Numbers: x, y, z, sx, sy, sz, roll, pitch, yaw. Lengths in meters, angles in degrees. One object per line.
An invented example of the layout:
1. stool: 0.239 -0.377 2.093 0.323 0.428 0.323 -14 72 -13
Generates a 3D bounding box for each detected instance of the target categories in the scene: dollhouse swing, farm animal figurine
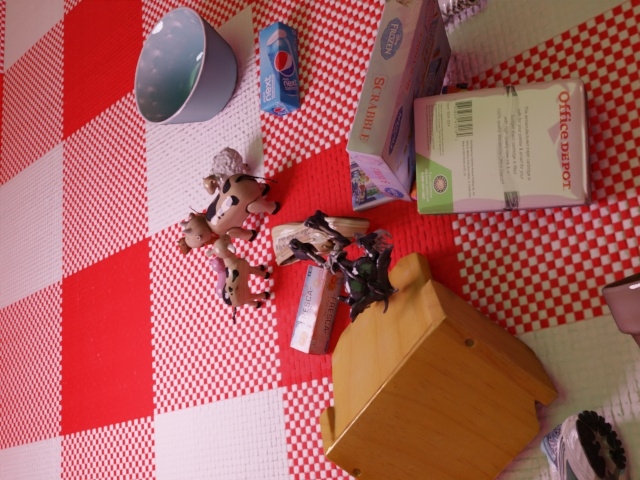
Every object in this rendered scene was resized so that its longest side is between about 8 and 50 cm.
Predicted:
1. dollhouse swing: 0.198 0.249 1.383 0.315 0.305 0.347 35 111 -1
2. farm animal figurine: -0.227 -0.024 1.780 0.330 0.172 0.327 42 110 41

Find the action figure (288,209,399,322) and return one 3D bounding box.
1. action figure: 0.070 0.047 1.417 0.275 0.141 0.164 38 111 40

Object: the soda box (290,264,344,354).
1. soda box: -0.006 0.148 1.606 0.063 0.058 0.183 14 91 45

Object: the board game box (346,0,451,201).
1. board game box: 0.149 -0.258 1.343 0.066 0.318 0.319 13 83 18

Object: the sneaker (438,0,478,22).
1. sneaker: 0.259 -0.478 1.455 0.258 0.094 0.091 -51 46 24

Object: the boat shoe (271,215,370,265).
1. boat shoe: 0.000 0.000 1.611 0.285 0.104 0.089 -10 79 53

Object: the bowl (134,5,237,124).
1. bowl: -0.335 -0.434 1.982 0.311 0.163 0.312 -11 74 42

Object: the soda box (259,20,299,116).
1. soda box: -0.099 -0.410 1.812 0.071 0.067 0.210 -15 71 42

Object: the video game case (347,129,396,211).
1. video game case: 0.142 -0.169 1.555 0.201 0.023 0.183 -16 70 40

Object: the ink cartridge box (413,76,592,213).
1. ink cartridge box: 0.303 -0.147 1.257 0.272 0.115 0.198 -2 88 25

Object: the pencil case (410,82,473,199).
1. pencil case: 0.243 -0.173 1.404 0.104 0.104 0.236 22 98 45

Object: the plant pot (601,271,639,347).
1. plant pot: 0.553 0.135 0.918 0.323 0.323 0.280 -26 81 38

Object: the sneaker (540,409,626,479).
1. sneaker: 0.414 0.405 1.126 0.122 0.110 0.283 -47 48 50
